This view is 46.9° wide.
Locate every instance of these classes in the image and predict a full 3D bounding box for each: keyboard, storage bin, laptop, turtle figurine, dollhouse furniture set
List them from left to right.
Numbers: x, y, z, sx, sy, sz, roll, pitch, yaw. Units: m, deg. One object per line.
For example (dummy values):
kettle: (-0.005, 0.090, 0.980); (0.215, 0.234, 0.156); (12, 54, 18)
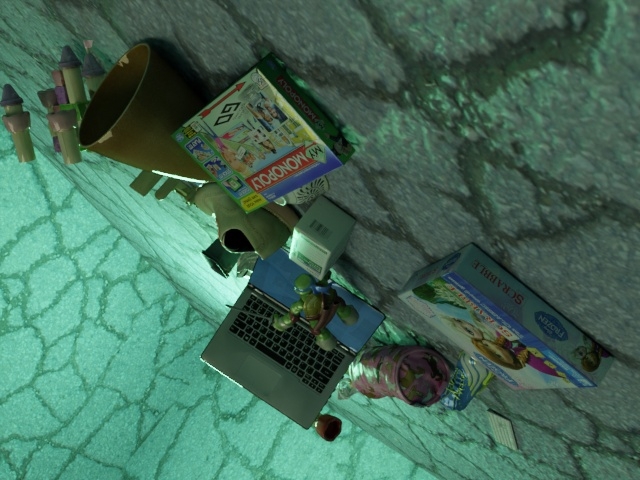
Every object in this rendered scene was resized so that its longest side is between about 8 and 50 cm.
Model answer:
dollhouse furniture set: (-0.437, -0.131, 2.117); (0.144, 0.123, 0.151); (34, 163, 14)
storage bin: (-0.315, 0.053, 2.401); (0.098, 0.091, 0.135); (30, 162, 26)
laptop: (-0.090, 0.270, 2.040); (0.382, 0.408, 0.236); (33, 179, 5)
turtle figurine: (-0.037, 0.140, 1.841); (0.274, 0.198, 0.266); (-5, 142, 28)
keyboard: (0.514, 0.539, 2.081); (0.072, 0.014, 0.256); (27, 160, 33)

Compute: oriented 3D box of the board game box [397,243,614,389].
board game box: (0.327, 0.158, 1.385); (0.318, 0.066, 0.318); (39, 163, -1)

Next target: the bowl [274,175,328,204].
bowl: (-0.074, -0.123, 1.464); (0.170, 0.080, 0.170); (34, 163, 12)

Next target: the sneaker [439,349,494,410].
sneaker: (0.340, 0.338, 1.723); (0.091, 0.126, 0.240); (31, 162, 23)

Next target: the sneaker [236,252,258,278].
sneaker: (-0.174, 0.063, 2.176); (0.094, 0.090, 0.235); (13, 163, -21)

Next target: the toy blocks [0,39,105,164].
toy blocks: (-0.585, -0.347, 1.796); (0.288, 0.309, 0.260); (6, 113, 41)

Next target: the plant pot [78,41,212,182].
plant pot: (-0.316, -0.227, 1.498); (0.254, 0.237, 0.237); (33, 169, -36)

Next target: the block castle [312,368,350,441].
block castle: (-0.018, 0.421, 2.371); (0.213, 0.303, 0.453); (20, 158, 46)

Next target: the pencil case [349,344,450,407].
pencil case: (0.209, 0.370, 2.038); (0.386, 0.160, 0.167); (159, 100, -71)

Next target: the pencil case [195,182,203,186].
pencil case: (-0.331, -0.227, 1.697); (0.236, 0.104, 0.104); (40, 163, -3)

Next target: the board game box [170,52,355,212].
board game box: (-0.111, -0.174, 1.303); (0.213, 0.046, 0.317); (47, 145, -16)

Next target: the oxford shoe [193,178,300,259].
oxford shoe: (-0.220, -0.057, 1.819); (0.397, 0.146, 0.140); (17, 154, 51)

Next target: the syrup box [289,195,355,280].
syrup box: (0.000, 0.000, 1.604); (0.093, 0.096, 0.237); (36, 162, 6)

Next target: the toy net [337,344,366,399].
toy net: (0.107, 0.415, 2.272); (0.122, 0.232, 0.045); (22, -157, -26)
